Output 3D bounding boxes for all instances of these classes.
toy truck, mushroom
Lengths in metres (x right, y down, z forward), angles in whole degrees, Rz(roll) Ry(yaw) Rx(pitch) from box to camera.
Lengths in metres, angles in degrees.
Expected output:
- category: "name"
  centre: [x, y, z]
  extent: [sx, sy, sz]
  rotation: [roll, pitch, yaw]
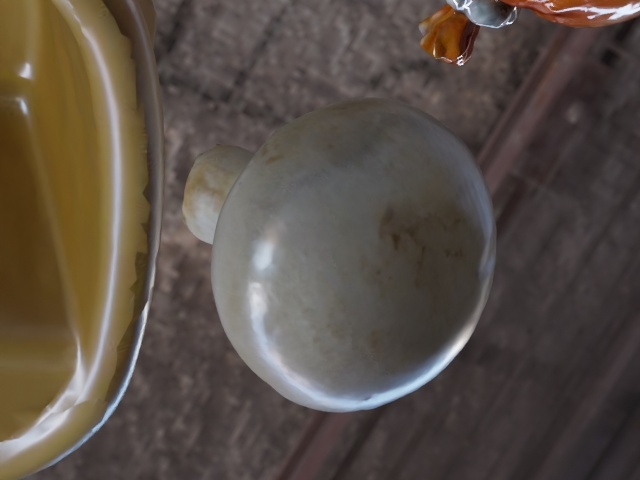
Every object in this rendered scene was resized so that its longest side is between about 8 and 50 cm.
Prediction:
- category: "toy truck"
  centre: [-0.150, -0.052, 0.527]
  extent: [0.204, 0.288, 0.211]
  rotation: [5, -135, -12]
- category: "mushroom"
  centre: [0.004, 0.014, 1.115]
  extent: [0.209, 0.206, 0.206]
  rotation: [-12, 168, 28]

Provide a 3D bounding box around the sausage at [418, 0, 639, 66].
- category: "sausage"
  centre: [0.119, -0.162, 0.392]
  extent: [0.093, 0.312, 0.093]
  rotation: [31, -154, -17]
